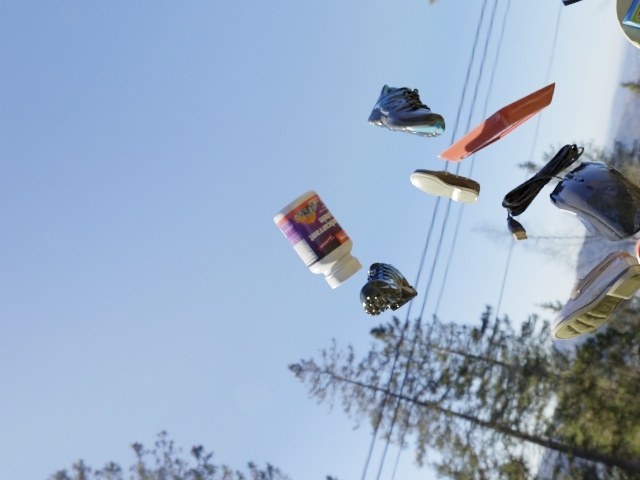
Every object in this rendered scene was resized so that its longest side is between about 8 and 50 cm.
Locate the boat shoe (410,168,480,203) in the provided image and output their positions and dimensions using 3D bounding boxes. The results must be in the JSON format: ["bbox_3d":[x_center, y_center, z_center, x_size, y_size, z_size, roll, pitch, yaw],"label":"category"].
[{"bbox_3d":[0.408,-0.188,1.932,0.081,0.228,0.068,103,-172,-58],"label":"boat shoe"}]

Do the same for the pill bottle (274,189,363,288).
[{"bbox_3d":[0.000,0.000,1.234,0.193,0.108,0.108,53,-148,1],"label":"pill bottle"}]

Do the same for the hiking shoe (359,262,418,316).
[{"bbox_3d":[0.160,0.125,1.618,0.113,0.132,0.304,-40,-19,14],"label":"hiking shoe"}]

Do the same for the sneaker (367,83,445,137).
[{"bbox_3d":[0.252,-0.389,1.755,0.125,0.341,0.139,10,-78,-30],"label":"sneaker"}]

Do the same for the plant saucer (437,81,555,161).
[{"bbox_3d":[0.476,-0.303,1.581,0.259,0.258,0.047,-28,-95,-33],"label":"plant saucer"}]

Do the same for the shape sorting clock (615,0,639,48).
[{"bbox_3d":[0.646,-0.435,1.069,0.040,0.206,0.206,-6,-74,-73],"label":"shape sorting clock"}]

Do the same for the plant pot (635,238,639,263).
[{"bbox_3d":[1.115,0.042,1.695,0.265,0.272,0.272,-29,-34,-1],"label":"plant pot"}]

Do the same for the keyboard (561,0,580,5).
[{"bbox_3d":[0.722,-0.632,1.360,0.033,0.317,0.201,54,-134,-32],"label":"keyboard"}]

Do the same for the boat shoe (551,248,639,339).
[{"bbox_3d":[0.746,0.152,1.622,0.113,0.302,0.103,22,-146,-31],"label":"boat shoe"}]

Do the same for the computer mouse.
[{"bbox_3d":[0.376,-0.060,0.923,0.060,0.184,0.262,39,-163,-24],"label":"computer mouse"}]
